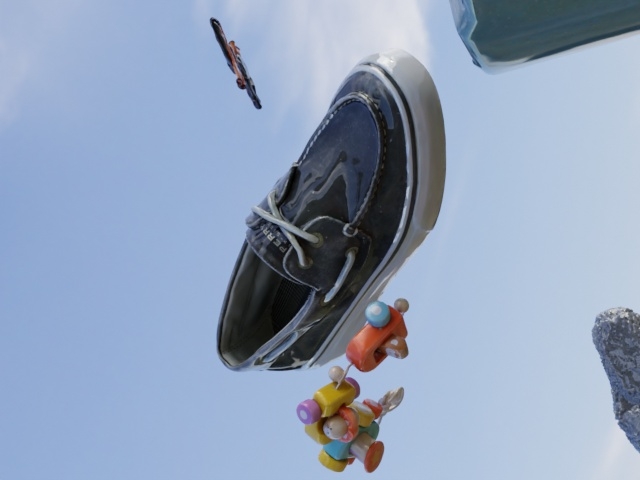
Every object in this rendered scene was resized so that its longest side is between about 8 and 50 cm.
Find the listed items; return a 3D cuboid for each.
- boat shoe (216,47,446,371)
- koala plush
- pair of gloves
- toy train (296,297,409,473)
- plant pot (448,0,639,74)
[{"bbox_3d":[0.000,0.000,1.023,0.119,0.121,0.335,-16,-39,-36],"label":"boat shoe"},{"bbox_3d":[0.454,0.175,1.543,0.221,0.196,0.203,12,-110,-62],"label":"koala plush"},{"bbox_3d":[-0.075,-0.155,1.127,0.083,0.010,0.074,51,-165,-67],"label":"pair of gloves"},{"bbox_3d":[0.043,0.127,1.022,0.125,0.046,0.166,-42,-32,-20],"label":"toy train"},{"bbox_3d":[0.206,-0.270,0.730,0.341,0.334,0.341,-19,-90,-76],"label":"plant pot"}]
